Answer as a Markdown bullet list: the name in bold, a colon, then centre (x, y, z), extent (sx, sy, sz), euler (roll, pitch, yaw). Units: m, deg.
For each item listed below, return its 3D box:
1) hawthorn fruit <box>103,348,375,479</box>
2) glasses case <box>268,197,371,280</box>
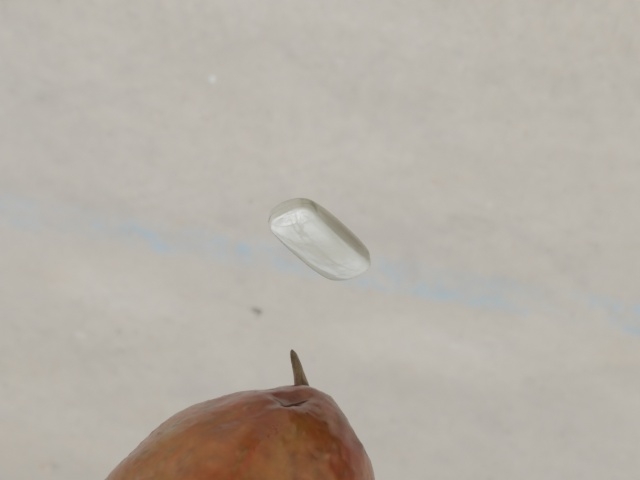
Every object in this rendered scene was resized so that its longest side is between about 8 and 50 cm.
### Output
- **hawthorn fruit**: centre (-0.056, 0.200, 1.365), extent (0.210, 0.262, 0.210), euler (25, 162, 9)
- **glasses case**: centre (0.000, 0.000, 1.087), extent (0.032, 0.021, 0.083), euler (-23, 141, 23)
